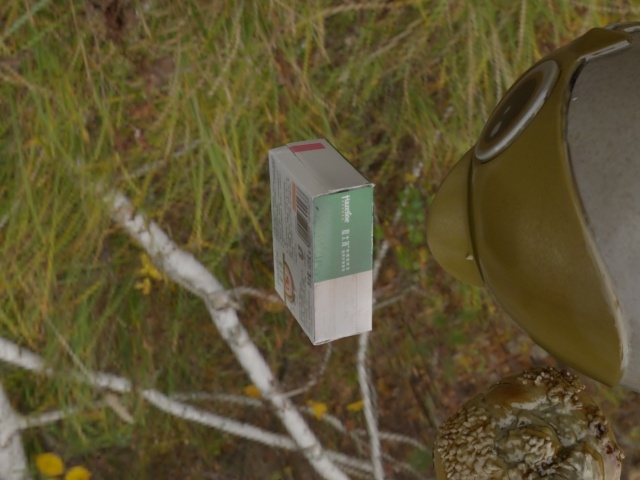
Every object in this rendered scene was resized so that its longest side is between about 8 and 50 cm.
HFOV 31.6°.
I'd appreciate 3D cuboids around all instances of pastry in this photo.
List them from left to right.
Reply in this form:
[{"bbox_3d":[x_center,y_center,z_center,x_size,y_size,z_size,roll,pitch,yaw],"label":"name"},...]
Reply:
[{"bbox_3d":[0.333,0.329,1.809,0.311,0.255,0.162,-29,146,-19],"label":"pastry"}]

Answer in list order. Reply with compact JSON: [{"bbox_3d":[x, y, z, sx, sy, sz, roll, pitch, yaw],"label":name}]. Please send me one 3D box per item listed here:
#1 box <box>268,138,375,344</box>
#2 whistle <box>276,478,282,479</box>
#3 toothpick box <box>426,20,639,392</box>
[{"bbox_3d":[0.000,0.000,1.298,0.081,0.135,0.199,-11,122,-20],"label":"box"},{"bbox_3d":[-0.127,0.370,1.587,0.186,0.039,0.039,-2,136,-41],"label":"whistle"},{"bbox_3d":[0.369,-0.040,1.229,0.409,0.425,0.409,-11,108,-38],"label":"toothpick box"}]
